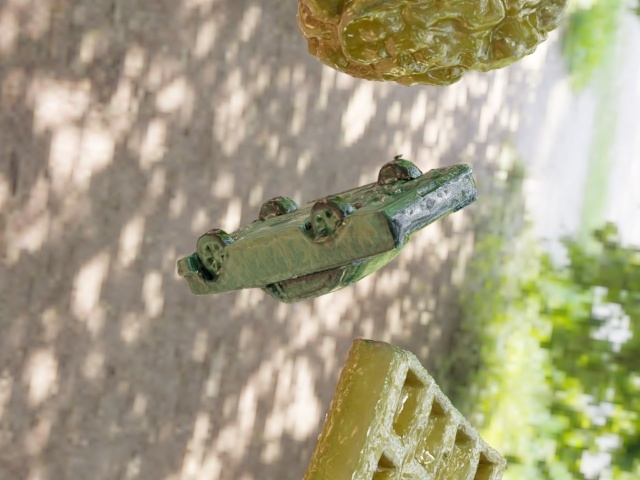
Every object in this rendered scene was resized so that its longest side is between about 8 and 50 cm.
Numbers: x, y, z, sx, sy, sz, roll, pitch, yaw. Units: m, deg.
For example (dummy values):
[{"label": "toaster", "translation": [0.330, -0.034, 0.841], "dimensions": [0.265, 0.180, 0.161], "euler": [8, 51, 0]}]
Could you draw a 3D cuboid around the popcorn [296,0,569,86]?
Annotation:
[{"label": "popcorn", "translation": [0.082, -0.187, 1.138], "dimensions": [0.140, 0.194, 0.163], "euler": [-89, -174, -53]}]

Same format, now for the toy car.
[{"label": "toy car", "translation": [0.000, 0.000, 1.558], "dimensions": [0.141, 0.321, 0.097], "euler": [-30, 100, -42]}]

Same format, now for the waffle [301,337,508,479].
[{"label": "waffle", "translation": [0.056, 0.225, 1.233], "dimensions": [0.248, 0.055, 0.221], "euler": [50, 55, -50]}]
